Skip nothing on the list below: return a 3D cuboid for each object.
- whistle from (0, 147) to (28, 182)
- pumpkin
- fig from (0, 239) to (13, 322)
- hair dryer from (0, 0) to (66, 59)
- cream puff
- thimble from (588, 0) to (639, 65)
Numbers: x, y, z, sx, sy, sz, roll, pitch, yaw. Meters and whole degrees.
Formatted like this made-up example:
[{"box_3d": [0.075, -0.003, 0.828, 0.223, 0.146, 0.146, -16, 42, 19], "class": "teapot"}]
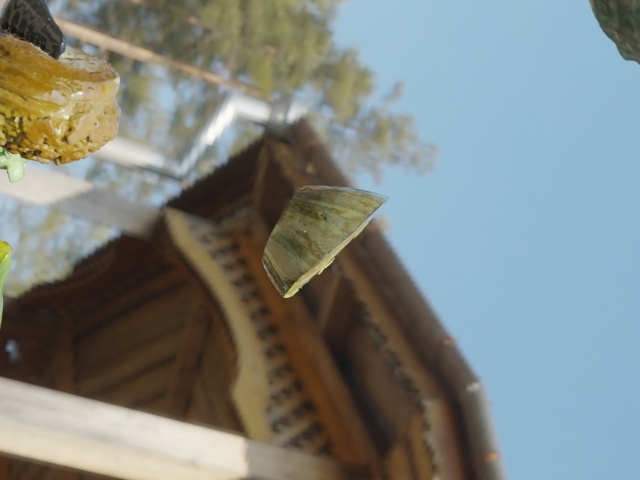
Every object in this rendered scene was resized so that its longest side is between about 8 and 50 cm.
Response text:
[{"box_3d": [-0.376, -0.156, 1.876, 0.227, 0.085, 0.105, -116, -164, -53], "class": "whistle"}, {"box_3d": [-0.008, -0.016, 2.351, 0.217, 0.110, 0.217, -49, 180, 0], "class": "pumpkin"}, {"box_3d": [-0.417, 0.065, 1.705, 0.233, 0.167, 0.167, 132, -33, -66], "class": "fig"}, {"box_3d": [-0.270, -0.249, 1.088, 0.344, 0.106, 0.189, 45, -54, 18], "class": "hair dryer"}, {"box_3d": [-0.245, -0.121, 1.413, 0.126, 0.143, 0.103, -88, -162, -69], "class": "cream puff"}, {"box_3d": [0.365, -0.257, 1.576, 0.143, 0.198, 0.235, 42, -45, 43], "class": "thimble"}]
